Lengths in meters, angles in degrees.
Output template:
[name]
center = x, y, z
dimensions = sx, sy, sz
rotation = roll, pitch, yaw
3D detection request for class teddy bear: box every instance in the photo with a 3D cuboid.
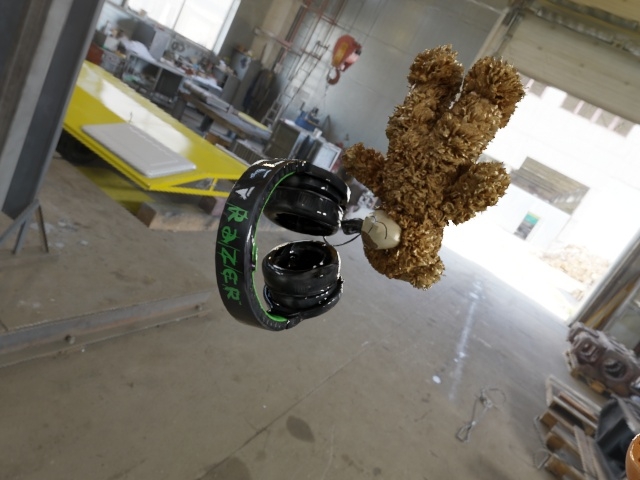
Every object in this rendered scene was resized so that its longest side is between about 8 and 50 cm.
[teddy bear]
center = 0.140, -0.100, 0.621
dimensions = 0.245, 0.338, 0.113
rotation = 45, 25, 21

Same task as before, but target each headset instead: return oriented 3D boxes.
[headset]
center = 0.000, 0.000, 0.696
dimensions = 0.185, 0.243, 0.394
rotation = 8, 11, 23

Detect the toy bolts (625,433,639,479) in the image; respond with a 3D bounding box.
[toy bolts]
center = 0.264, 0.254, 0.377
dimensions = 0.158, 0.219, 0.228
rotation = 67, 29, -12
